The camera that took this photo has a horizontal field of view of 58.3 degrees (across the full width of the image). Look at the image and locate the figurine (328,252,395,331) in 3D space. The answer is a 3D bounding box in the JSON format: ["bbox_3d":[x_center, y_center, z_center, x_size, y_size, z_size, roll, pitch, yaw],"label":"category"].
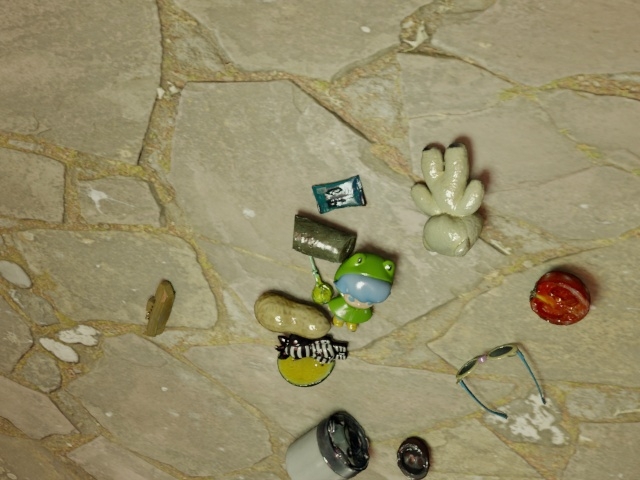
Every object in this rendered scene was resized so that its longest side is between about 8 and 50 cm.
[{"bbox_3d":[0.103,0.140,1.554,0.162,0.143,0.263,17,130,-6],"label":"figurine"}]

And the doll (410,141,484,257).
[{"bbox_3d":[0.329,-0.103,1.428,0.149,0.175,0.279,-8,98,-20],"label":"doll"}]

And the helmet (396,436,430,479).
[{"bbox_3d":[0.277,0.634,1.691,0.098,0.070,0.123,0,114,24],"label":"helmet"}]

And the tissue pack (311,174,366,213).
[{"bbox_3d":[0.049,-0.119,1.546,0.137,0.028,0.085,-12,103,17],"label":"tissue pack"}]

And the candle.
[{"bbox_3d":[-0.009,0.670,1.729,0.187,0.187,0.330,47,115,-1],"label":"candle"}]

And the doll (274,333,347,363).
[{"bbox_3d":[-0.028,0.316,1.687,0.219,0.067,0.091,2,118,11],"label":"doll"}]

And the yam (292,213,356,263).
[{"bbox_3d":[0.000,0.000,1.557,0.183,0.107,0.107,17,111,8],"label":"yam"}]

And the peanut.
[{"bbox_3d":[-0.083,0.222,1.644,0.236,0.120,0.110,16,72,18],"label":"peanut"}]

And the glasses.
[{"bbox_3d":[0.494,0.381,1.564,0.189,0.088,0.220,-33,115,23],"label":"glasses"}]

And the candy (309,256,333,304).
[{"bbox_3d":[-0.015,0.089,1.625,0.062,0.058,0.194,-19,93,-19],"label":"candy"}]

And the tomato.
[{"bbox_3d":[0.598,0.132,1.424,0.138,0.091,0.159,22,140,19],"label":"tomato"}]

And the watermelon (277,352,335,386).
[{"bbox_3d":[-0.053,0.398,1.715,0.181,0.075,0.092,7,105,16],"label":"watermelon"}]

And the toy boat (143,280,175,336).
[{"bbox_3d":[-0.517,0.219,1.810,0.072,0.064,0.206,34,114,20],"label":"toy boat"}]
